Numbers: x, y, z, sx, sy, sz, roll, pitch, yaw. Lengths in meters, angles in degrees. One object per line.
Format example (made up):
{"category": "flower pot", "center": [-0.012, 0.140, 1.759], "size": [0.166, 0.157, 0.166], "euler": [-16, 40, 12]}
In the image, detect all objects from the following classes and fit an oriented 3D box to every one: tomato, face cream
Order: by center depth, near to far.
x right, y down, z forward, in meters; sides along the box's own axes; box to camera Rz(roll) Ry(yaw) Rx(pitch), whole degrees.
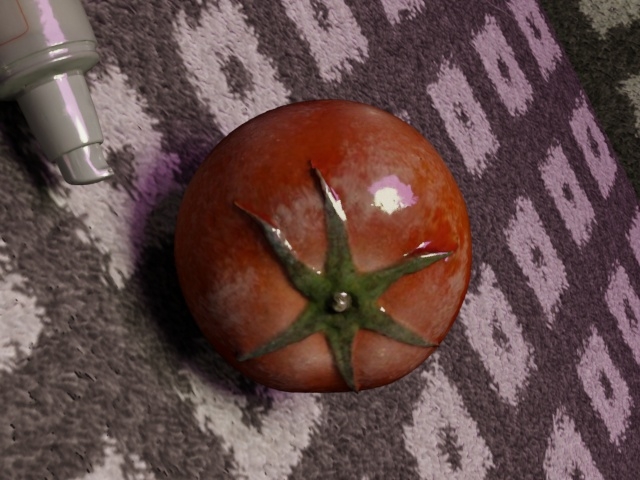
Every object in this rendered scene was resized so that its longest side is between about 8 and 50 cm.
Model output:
{"category": "face cream", "center": [-0.232, -0.160, 0.896], "size": [0.101, 0.101, 0.252], "euler": [-24, 92, -59]}
{"category": "tomato", "center": [0.000, 0.000, 1.009], "size": [0.265, 0.265, 0.265], "euler": [34, 45, -42]}
